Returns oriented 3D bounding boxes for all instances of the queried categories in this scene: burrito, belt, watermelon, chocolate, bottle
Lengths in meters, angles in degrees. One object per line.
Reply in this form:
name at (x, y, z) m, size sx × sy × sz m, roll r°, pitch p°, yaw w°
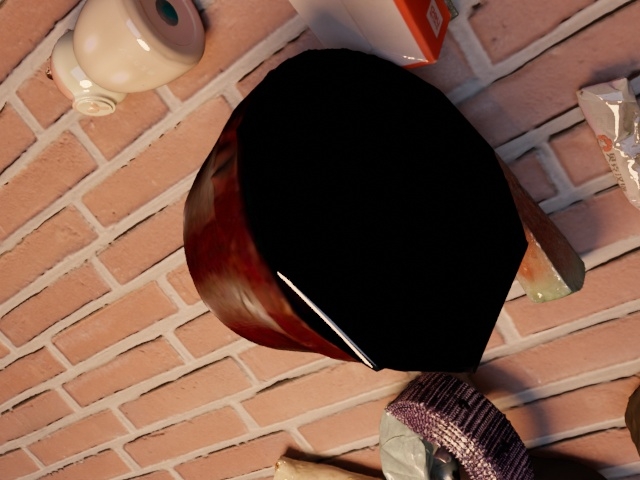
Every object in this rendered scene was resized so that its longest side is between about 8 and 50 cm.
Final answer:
burrito at (0.036, 0.534, 1.016) m, size 0.299 × 0.105 × 0.143 m, roll 10°, pitch 122°, yaw 12°
belt at (0.223, 0.385, 0.846) m, size 0.260 × 0.122 × 0.325 m, roll 3°, pitch 117°, yaw 45°
watermelon at (0.264, -0.026, 0.685) m, size 0.094 × 0.154 × 0.241 m, roll -33°, pitch 88°, yaw 26°
chocolate at (0.000, 0.000, 0.631) m, size 0.383 × 0.384 × 0.331 m, roll 43°, pitch 141°, yaw -7°
burrito at (0.397, -0.119, 0.633) m, size 0.064 × 0.064 × 0.203 m, roll -28°, pitch 103°, yaw 25°
bottle at (-0.296, -0.271, 0.713) m, size 0.236 × 0.147 × 0.148 m, roll -18°, pitch 109°, yaw 31°

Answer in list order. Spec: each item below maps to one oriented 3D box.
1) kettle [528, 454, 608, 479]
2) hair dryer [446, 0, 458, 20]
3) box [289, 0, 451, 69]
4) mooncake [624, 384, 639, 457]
kettle at (0.407, 0.518, 0.885) m, size 0.240 × 0.165 × 0.256 m, roll 18°, pitch 121°, yaw 40°
hair dryer at (0.125, -0.454, 0.544) m, size 0.298 × 0.119 × 0.296 m, roll 31°, pitch 116°, yaw -18°
box at (0.053, -0.289, 0.573) m, size 0.133 × 0.099 × 0.182 m, roll -3°, pitch 149°, yaw 40°
mooncake at (0.588, 0.287, 0.738) m, size 0.228 × 0.124 × 0.228 m, roll 5°, pitch 119°, yaw 9°
